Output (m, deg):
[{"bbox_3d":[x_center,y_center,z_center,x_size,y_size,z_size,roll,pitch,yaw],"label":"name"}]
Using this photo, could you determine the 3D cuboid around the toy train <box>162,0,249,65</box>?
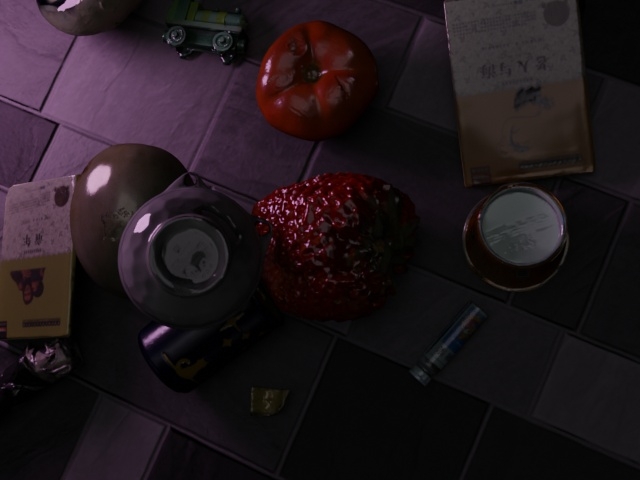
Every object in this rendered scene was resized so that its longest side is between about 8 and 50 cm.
[{"bbox_3d":[-0.252,-0.469,1.911,0.200,0.083,0.132,11,78,10],"label":"toy train"}]

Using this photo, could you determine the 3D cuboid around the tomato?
[{"bbox_3d":[-0.004,-0.324,1.790,0.259,0.180,0.260,-1,82,9],"label":"tomato"}]

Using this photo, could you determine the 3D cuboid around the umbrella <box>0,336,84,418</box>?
[{"bbox_3d":[-0.670,0.316,1.819,0.357,0.113,0.106,-33,98,2],"label":"umbrella"}]

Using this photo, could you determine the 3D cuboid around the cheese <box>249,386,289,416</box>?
[{"bbox_3d":[-0.100,0.330,1.756,0.084,0.041,0.060,-4,71,20],"label":"cheese"}]

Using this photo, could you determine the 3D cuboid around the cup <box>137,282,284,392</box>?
[{"bbox_3d":[-0.251,0.143,1.732,0.256,0.178,0.255,-37,97,3],"label":"cup"}]

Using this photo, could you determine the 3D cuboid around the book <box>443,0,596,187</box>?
[{"bbox_3d":[0.402,-0.314,1.738,0.269,0.032,0.389,-7,95,11],"label":"book"}]

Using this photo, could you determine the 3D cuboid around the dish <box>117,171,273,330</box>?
[{"bbox_3d":[-0.236,0.027,1.575,0.303,0.120,0.303,0,87,-6],"label":"dish"}]

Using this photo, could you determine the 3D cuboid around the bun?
[{"bbox_3d":[-0.492,-0.582,1.925,0.293,0.187,0.293,-11,68,30],"label":"bun"}]

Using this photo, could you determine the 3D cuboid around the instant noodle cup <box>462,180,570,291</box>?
[{"bbox_3d":[0.385,-0.016,1.669,0.215,0.172,0.216,-1,79,8],"label":"instant noodle cup"}]

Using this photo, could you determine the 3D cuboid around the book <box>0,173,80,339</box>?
[{"bbox_3d":[-0.607,0.036,1.850,0.239,0.035,0.352,-7,77,34],"label":"book"}]

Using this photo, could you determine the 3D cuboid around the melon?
[{"bbox_3d":[-0.375,-0.033,1.755,0.268,0.268,0.330,0,87,10],"label":"melon"}]

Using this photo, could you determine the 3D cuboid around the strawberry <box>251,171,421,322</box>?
[{"bbox_3d":[0.000,0.000,1.695,0.351,0.267,0.312,17,65,30],"label":"strawberry"}]

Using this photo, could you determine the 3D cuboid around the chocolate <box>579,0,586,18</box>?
[{"bbox_3d":[0.435,-0.593,1.801,0.112,0.112,0.321,-32,76,4],"label":"chocolate"}]

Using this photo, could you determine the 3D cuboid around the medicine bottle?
[{"bbox_3d":[0.255,0.205,1.713,0.051,0.051,0.191,42,90,14],"label":"medicine bottle"}]
